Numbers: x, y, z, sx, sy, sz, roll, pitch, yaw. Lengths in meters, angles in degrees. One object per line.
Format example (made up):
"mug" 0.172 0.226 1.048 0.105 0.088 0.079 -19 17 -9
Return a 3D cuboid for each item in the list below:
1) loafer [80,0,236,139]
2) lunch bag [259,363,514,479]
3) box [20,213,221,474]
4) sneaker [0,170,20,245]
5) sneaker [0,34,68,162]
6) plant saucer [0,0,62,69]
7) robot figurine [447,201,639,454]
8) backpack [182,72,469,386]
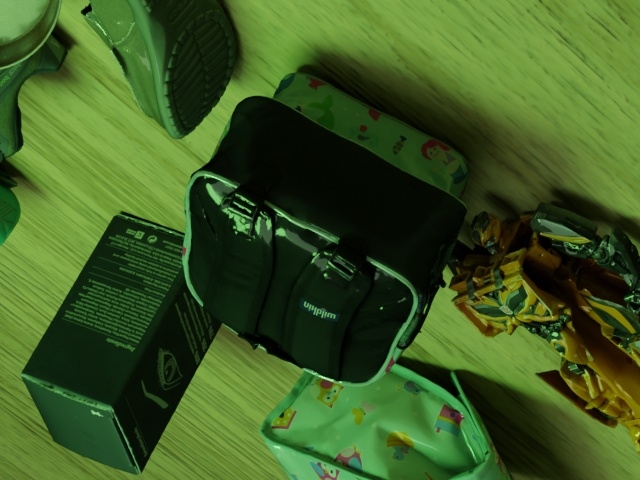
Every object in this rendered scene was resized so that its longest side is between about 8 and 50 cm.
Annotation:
"loafer" -0.138 -0.184 1.609 0.087 0.094 0.251 28 151 28
"lunch bag" 0.103 0.238 2.016 0.262 0.160 0.223 15 150 36
"box" -0.196 0.106 2.014 0.108 0.207 0.153 19 151 18
"sneaker" -0.377 -0.064 1.983 0.178 0.124 0.295 39 158 -10
"sneaker" -0.338 -0.091 1.794 0.121 0.111 0.300 29 114 -20
"plant saucer" -0.292 -0.224 1.660 0.168 0.029 0.168 6 116 12
"robot figurine" 0.236 0.078 1.692 0.291 0.085 0.211 37 151 -16
"backpack" 0.000 0.000 1.664 0.225 0.191 0.253 28 146 8
